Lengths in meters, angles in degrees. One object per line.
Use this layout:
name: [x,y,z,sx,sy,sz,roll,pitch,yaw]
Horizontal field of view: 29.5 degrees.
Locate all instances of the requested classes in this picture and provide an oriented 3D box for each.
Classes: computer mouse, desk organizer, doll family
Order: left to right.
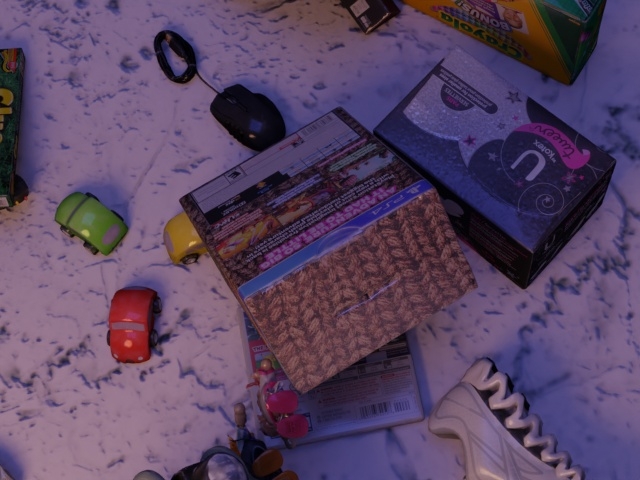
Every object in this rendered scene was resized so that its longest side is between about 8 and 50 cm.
computer mouse: [-0.138,-0.204,1.610,0.242,0.041,0.071,41,79,18]
doll family: [-0.053,0.271,1.353,0.118,0.163,0.263,-23,93,-11]
desk organizer: [0.048,-0.344,1.638,0.047,0.050,0.130,-37,86,26]

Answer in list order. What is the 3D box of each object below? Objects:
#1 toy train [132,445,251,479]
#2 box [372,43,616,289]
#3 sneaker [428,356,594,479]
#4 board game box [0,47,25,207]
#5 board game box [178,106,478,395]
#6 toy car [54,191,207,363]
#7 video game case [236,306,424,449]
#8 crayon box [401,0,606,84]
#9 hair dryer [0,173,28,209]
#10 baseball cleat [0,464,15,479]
toy train: [-0.151,0.357,1.281,0.142,0.334,0.190,-11,62,-45]
box: [0.209,-0.092,1.484,0.247,0.142,0.163,40,78,16]
sneaker: [0.238,0.274,1.377,0.118,0.110,0.292,-39,63,-1]
board game box: [-0.461,-0.147,1.584,0.136,0.030,0.259,-3,54,-5]
board game box: [0.000,0.000,1.390,0.232,0.141,0.291,-30,30,-6]
toy car: [-0.249,0.007,1.535,0.225,0.053,0.239,33,76,15]
video game case: [0.010,0.149,1.478,0.201,0.023,0.183,-12,70,2]
crayon box: [0.225,-0.325,1.556,0.278,0.165,0.081,30,75,15]
hair dryer: [-0.541,-0.028,1.573,0.223,0.080,0.293,37,66,24]
baseball cleat: [-0.398,0.331,1.422,0.109,0.072,0.206,-22,73,-10]
